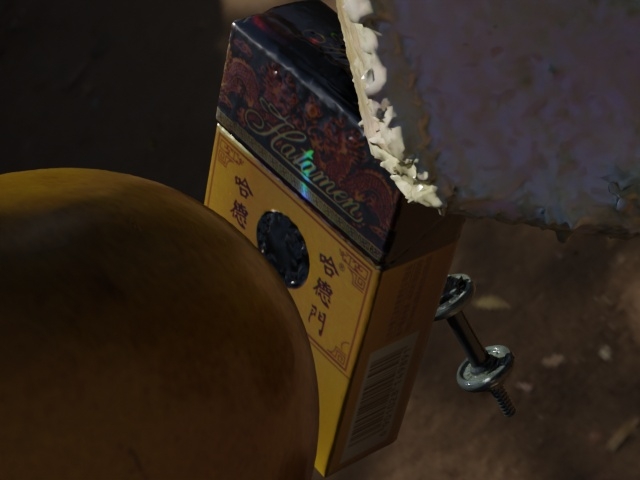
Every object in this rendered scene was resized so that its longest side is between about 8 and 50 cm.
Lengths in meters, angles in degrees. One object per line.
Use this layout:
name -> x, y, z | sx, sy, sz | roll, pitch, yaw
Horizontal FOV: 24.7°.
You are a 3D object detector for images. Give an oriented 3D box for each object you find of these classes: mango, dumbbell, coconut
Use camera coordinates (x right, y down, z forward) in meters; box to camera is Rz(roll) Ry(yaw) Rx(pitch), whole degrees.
mango -> -0.145, 0.089, 0.707 | 0.221, 0.378, 0.264 | 7, 85, 30
dumbbell -> 0.176, 0.113, 1.770 | 0.081, 0.254, 0.081 | -27, 22, 11
coconut -> 0.181, -0.198, 0.795 | 0.404, 0.404, 0.405 | -27, 43, 29

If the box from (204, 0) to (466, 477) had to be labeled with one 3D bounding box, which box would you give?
box -> 0.001, -0.001, 1.467 | 0.264, 0.115, 0.415 | 44, 138, 31
